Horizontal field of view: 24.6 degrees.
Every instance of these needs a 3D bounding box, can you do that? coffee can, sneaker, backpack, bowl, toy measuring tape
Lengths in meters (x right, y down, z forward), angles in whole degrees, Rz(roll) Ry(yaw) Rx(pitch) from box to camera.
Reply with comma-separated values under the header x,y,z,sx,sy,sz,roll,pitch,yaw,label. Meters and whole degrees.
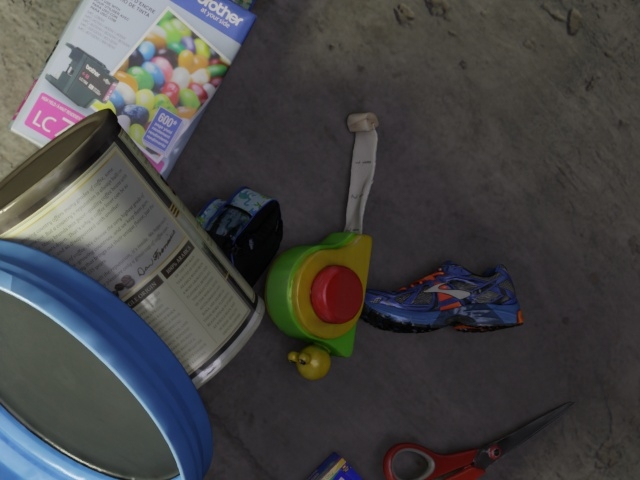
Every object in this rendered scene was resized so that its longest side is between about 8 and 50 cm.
x,y,z,sx,sy,sz,roll,pitch,yaw,label
-0.220,0.026,1.586,0.201,0.201,0.275,-41,107,-10,coffee can
0.142,0.069,1.811,0.221,0.083,0.087,1,79,-21,sneaker
-0.099,-0.005,1.717,0.084,0.105,0.114,23,51,22,backpack
-0.285,0.159,1.546,0.391,0.391,0.077,48,51,-12,bowl
0.000,0.000,1.742,0.121,0.121,0.330,10,84,-16,toy measuring tape

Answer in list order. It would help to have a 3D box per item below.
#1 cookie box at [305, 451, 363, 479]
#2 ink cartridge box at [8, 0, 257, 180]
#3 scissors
x,y,z,sx,sy,sz,roll,pitch,yaw,label
0.025,0.331,1.799,0.092,0.040,0.107,-45,103,-11,cookie box
-0.205,-0.216,1.704,0.186,0.065,0.311,30,83,-15,ink cartridge box
0.205,0.283,1.844,0.297,0.021,0.109,-11,88,-24,scissors
